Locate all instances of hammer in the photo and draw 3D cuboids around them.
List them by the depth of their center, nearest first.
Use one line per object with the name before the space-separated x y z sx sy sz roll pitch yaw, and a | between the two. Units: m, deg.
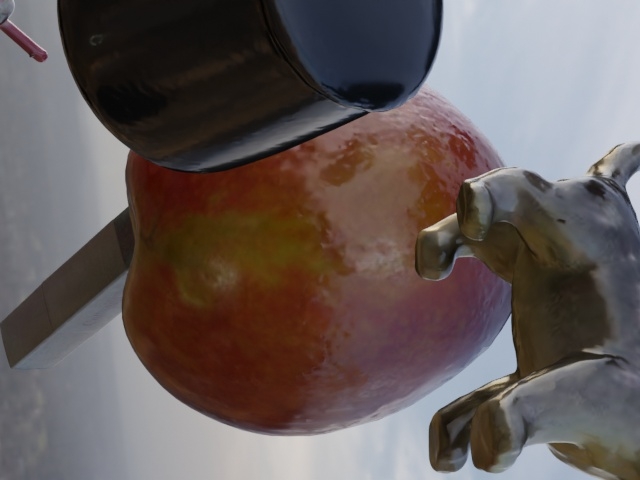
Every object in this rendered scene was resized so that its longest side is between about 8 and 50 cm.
hammer | -0.287 -0.195 1.229 0.052 0.083 0.031 -26 -147 41

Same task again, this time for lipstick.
lipstick | -0.301 0.062 1.757 0.371 0.076 0.080 -38 -118 38

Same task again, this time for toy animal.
toy animal | 0.135 0.065 0.661 0.121 0.168 0.233 116 -39 -65

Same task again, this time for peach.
peach | 0.000 0.000 1.218 0.388 0.388 0.388 173 -90 -83

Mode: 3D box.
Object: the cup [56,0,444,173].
cup | -0.051 -0.140 0.691 0.223 0.176 0.169 44 55 -36
